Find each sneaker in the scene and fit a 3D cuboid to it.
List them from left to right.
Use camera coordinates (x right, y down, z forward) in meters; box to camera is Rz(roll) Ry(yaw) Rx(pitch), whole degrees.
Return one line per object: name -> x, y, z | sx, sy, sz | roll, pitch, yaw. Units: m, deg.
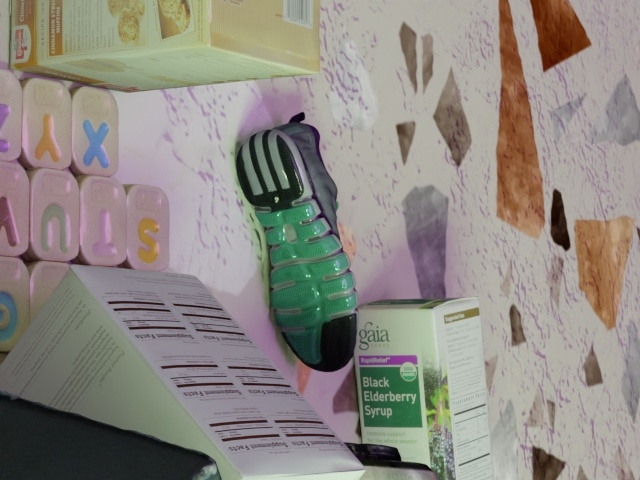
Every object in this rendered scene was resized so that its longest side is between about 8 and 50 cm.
sneaker -> 0.000, 0.000, 1.734 | 0.098, 0.083, 0.224 | -38, 118, -57

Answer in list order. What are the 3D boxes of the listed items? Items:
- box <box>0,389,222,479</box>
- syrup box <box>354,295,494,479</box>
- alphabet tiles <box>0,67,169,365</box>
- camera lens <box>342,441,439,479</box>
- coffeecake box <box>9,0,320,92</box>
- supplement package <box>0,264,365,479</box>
box -> -0.223, 0.404, 1.031 | 0.480, 0.297, 0.472 | -48, 132, -35
syrup box -> 0.098, 0.173, 1.855 | 0.096, 0.093, 0.237 | -11, 97, -56
alphabet tiles -> -0.203, 0.016, 1.474 | 0.284, 0.021, 0.278 | 8, 81, -57
camera lens -> -0.014, 0.297, 1.559 | 0.219, 0.219, 0.274 | 14, 76, -56
coffeecake box -> -0.115, -0.157, 1.471 | 0.142, 0.185, 0.068 | 7, 82, -57
supplement package -> -0.120, 0.157, 1.356 | 0.194, 0.203, 0.149 | -53, 151, 19
